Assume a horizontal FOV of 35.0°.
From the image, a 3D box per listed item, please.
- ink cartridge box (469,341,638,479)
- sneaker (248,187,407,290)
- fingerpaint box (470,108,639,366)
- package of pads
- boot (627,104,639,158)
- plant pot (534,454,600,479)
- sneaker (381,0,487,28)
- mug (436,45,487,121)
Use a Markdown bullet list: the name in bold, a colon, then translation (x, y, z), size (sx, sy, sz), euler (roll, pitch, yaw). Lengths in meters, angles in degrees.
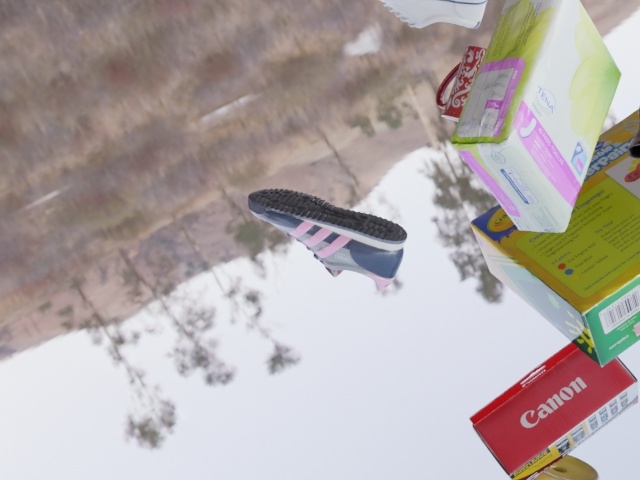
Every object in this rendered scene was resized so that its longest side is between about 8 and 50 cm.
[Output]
- **ink cartridge box**: translation (0.464, 0.335, 2.003), size (0.309, 0.130, 0.272), euler (-37, 153, 1)
- **sneaker**: translation (0.000, 0.000, 1.877), size (0.319, 0.131, 0.112), euler (20, -151, 22)
- **fingerpaint box**: translation (0.582, -0.021, 1.954), size (0.445, 0.163, 0.371), euler (-34, -142, -8)
- **package of pads**: translation (0.311, -0.194, 1.444), size (0.101, 0.229, 0.296), euler (3, -120, 42)
- **boot**: translation (0.650, -0.223, 1.694), size (0.248, 0.090, 0.207), euler (-6, -135, 41)
- **plant pot**: translation (0.493, 0.592, 2.181), size (0.254, 0.239, 0.254), euler (10, -169, -2)
- **sneaker**: translation (0.157, -0.412, 1.745), size (0.258, 0.091, 0.094), euler (12, -147, 14)
- **mug**: translation (0.339, -0.358, 2.333), size (0.150, 0.169, 0.113), euler (18, -174, 18)
